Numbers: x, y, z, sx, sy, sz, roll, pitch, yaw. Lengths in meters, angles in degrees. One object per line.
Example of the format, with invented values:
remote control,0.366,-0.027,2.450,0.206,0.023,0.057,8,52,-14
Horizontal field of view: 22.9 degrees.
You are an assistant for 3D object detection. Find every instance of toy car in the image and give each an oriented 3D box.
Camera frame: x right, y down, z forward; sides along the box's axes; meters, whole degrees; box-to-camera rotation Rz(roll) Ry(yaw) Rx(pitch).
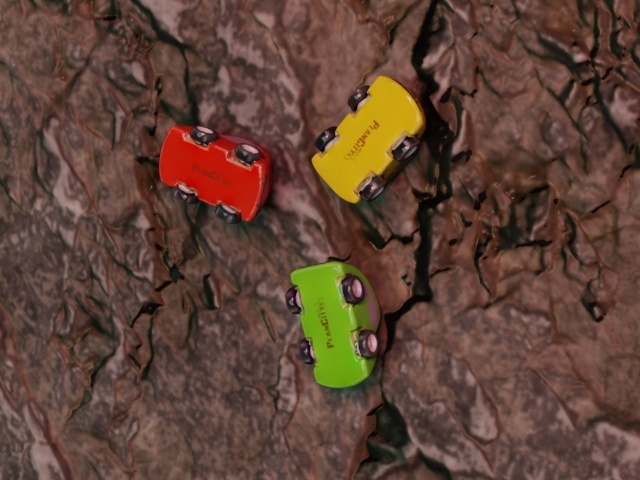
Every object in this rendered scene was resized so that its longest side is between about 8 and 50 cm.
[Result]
toy car,0.000,0.000,1.209,0.239,0.053,0.225,-11,95,32
